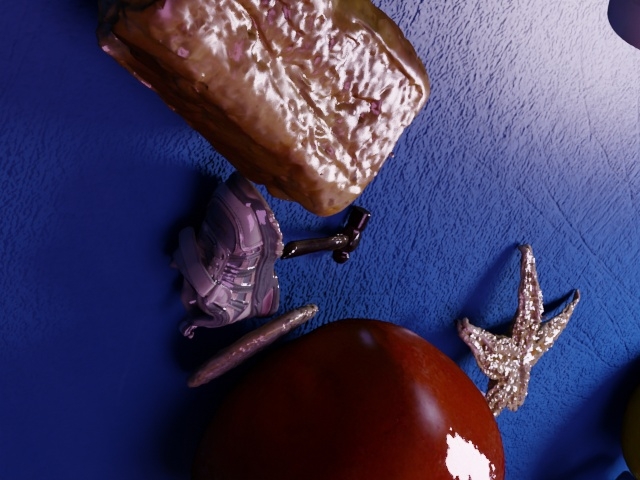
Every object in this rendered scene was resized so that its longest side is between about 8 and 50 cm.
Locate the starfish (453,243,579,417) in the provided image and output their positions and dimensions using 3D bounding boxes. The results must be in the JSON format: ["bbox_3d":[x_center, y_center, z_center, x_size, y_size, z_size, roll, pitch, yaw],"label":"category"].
[{"bbox_3d":[0.243,0.121,1.649,0.295,0.048,0.231,-43,136,-30],"label":"starfish"}]

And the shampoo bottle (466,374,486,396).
[{"bbox_3d":[0.174,0.210,1.698,0.072,0.043,0.099,-50,143,-4],"label":"shampoo bottle"}]

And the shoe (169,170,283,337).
[{"bbox_3d":[-0.093,0.017,1.230,0.092,0.089,0.180,-26,146,-23],"label":"shoe"}]

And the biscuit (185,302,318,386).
[{"bbox_3d":[-0.068,0.102,1.328,0.152,0.020,0.152,-31,173,-4],"label":"biscuit"}]

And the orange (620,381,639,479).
[{"bbox_3d":[0.589,0.285,2.001,0.279,0.235,0.279,-10,120,-18],"label":"orange"}]

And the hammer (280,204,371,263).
[{"bbox_3d":[0.000,0.000,1.310,0.065,0.021,0.178,-63,161,15],"label":"hammer"}]

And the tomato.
[{"bbox_3d":[0.026,0.242,1.380,0.325,0.290,0.293,-43,138,0],"label":"tomato"}]

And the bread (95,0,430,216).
[{"bbox_3d":[-0.049,-0.166,1.054,0.195,0.149,0.344,-54,143,-9],"label":"bread"}]

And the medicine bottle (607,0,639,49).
[{"bbox_3d":[0.360,-0.330,1.286,0.170,0.170,0.293,-27,140,-25],"label":"medicine bottle"}]

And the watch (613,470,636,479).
[{"bbox_3d":[0.449,0.466,2.073,0.274,0.241,0.305,-28,154,-47],"label":"watch"}]
